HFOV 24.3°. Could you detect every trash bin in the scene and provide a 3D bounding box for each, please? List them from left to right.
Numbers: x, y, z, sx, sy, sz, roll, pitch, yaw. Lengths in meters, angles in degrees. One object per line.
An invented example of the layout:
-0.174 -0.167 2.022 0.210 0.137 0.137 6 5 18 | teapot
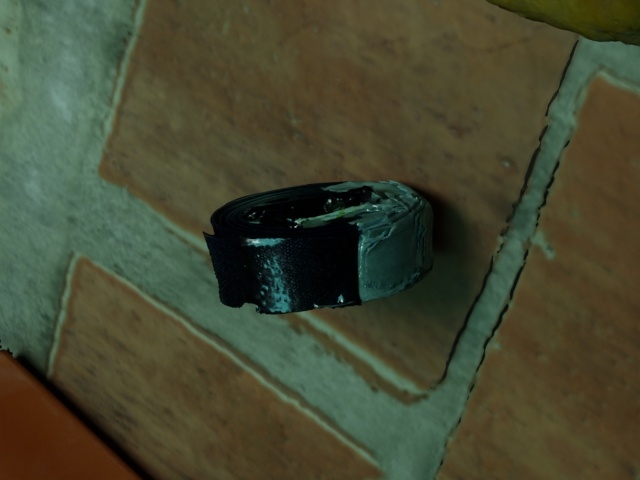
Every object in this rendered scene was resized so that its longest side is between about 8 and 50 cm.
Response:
-0.220 0.201 1.131 0.239 0.161 0.184 47 129 17 | trash bin

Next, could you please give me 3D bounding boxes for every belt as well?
0.000 0.000 0.900 0.140 0.105 0.058 -8 110 -7 | belt

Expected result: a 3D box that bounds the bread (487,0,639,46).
0.131 -0.165 0.725 0.260 0.134 0.129 23 120 28 | bread
